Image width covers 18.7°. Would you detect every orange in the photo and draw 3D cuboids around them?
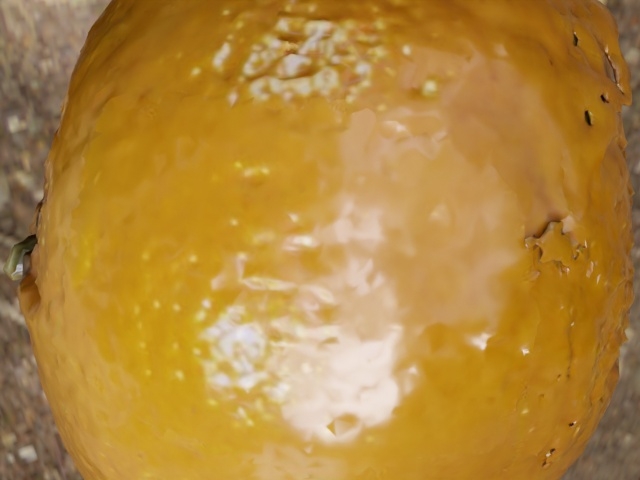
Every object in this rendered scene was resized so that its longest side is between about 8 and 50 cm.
[{"bbox_3d":[0.000,0.000,0.520,0.161,0.193,0.193,11,65,1],"label":"orange"}]

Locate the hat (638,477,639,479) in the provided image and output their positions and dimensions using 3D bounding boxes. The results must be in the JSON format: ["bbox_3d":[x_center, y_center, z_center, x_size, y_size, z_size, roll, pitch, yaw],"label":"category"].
[{"bbox_3d":[0.195,0.060,0.466,0.237,0.107,0.286,48,49,-11],"label":"hat"}]
